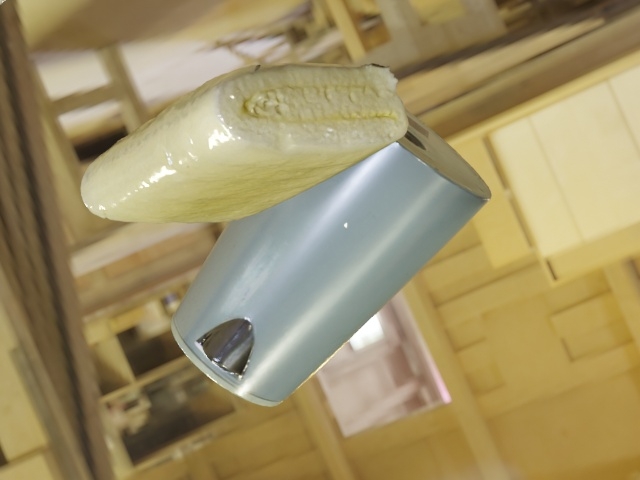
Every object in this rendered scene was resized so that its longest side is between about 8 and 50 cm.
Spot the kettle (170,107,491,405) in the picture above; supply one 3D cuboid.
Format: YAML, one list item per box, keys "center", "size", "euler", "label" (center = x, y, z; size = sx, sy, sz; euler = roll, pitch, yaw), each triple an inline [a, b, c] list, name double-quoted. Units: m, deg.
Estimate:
- center: [0.000, 0.000, 1.148]
  size: [0.243, 0.160, 0.210]
  euler: [-51, 180, 15]
  label: "kettle"

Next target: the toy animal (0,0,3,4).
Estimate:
- center: [-0.279, -0.291, 1.163]
  size: [0.185, 0.104, 0.184]
  euler: [-31, 140, 19]
  label: "toy animal"

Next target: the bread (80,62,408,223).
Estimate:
- center: [-0.049, -0.058, 0.875]
  size: [0.139, 0.060, 0.178]
  euler: [-2, 168, -37]
  label: "bread"
